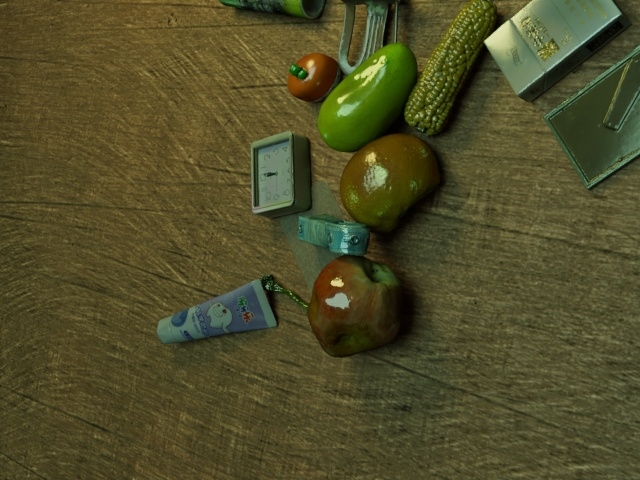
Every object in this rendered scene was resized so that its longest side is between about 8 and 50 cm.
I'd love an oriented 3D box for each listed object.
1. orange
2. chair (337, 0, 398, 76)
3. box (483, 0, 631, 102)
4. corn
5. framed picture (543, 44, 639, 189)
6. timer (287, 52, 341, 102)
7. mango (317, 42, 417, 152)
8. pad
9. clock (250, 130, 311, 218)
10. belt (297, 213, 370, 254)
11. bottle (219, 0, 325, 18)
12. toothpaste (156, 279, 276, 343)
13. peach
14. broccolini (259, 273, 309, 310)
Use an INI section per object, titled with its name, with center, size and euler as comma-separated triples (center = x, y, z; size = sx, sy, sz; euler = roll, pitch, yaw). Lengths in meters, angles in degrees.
[orange]
center = 0.138, -0.126, 1.742
size = 0.237, 0.158, 0.179
euler = -40, 59, 28
[chair]
center = 0.094, -0.544, 1.826
size = 0.176, 0.183, 0.326
euler = 10, 89, 40
[box]
center = 0.461, -0.409, 1.582
size = 0.243, 0.067, 0.155
euler = -39, 60, 27
[corn]
center = 0.276, -0.373, 1.707
size = 0.102, 0.102, 0.313
euler = 33, 102, 37
[framed picture]
center = 0.563, -0.237, 1.508
size = 0.250, 0.016, 0.184
euler = -39, 61, 28
[timer]
center = -0.024, -0.395, 1.939
size = 0.136, 0.136, 0.099
euler = -51, 62, 22
[mango]
center = 0.112, -0.308, 1.781
size = 0.273, 0.185, 0.149
euler = -45, 79, 6
[pad]
center = 0.000, 0.000, 1.936
size = 0.176, 0.002, 0.266
euler = -40, 61, 28
[clock]
center = -0.102, -0.162, 1.996
size = 0.147, 0.071, 0.192
euler = -10, 76, 39
[belt]
center = 0.026, -0.015, 1.795
size = 0.302, 0.087, 0.072
euler = -160, 69, -69
[bottle]
center = -0.137, -0.638, 2.081
size = 0.330, 0.093, 0.093
euler = 20, 96, 39
[toothpaste]
center = -0.272, 0.198, 2.086
size = 0.371, 0.080, 0.125
euler = -18, 94, 32
[peach]
center = 0.074, 0.154, 1.735
size = 0.214, 0.214, 0.235
euler = 49, 132, 32
[broccolini]
center = -0.067, 0.134, 1.958
size = 0.218, 0.042, 0.044
euler = 24, 97, 32
